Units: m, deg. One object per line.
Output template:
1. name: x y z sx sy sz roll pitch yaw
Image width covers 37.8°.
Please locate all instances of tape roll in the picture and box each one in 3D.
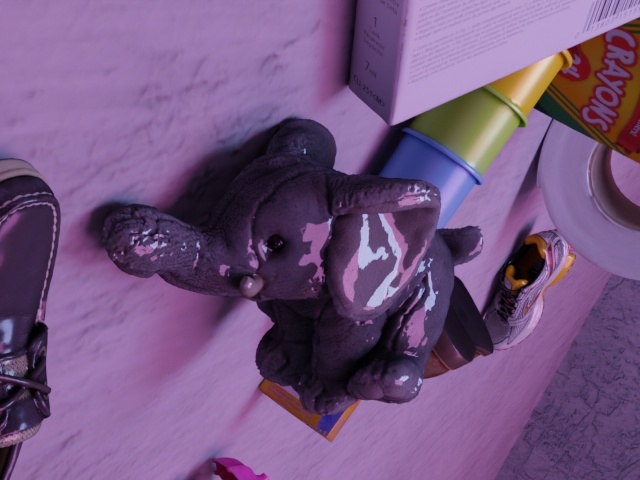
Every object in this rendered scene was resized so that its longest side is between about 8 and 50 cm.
1. tape roll: 0.438 -0.094 1.233 0.100 0.286 0.286 -26 142 -54

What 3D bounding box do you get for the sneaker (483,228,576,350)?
1. sneaker: 0.311 0.076 1.488 0.093 0.088 0.225 3 119 -43

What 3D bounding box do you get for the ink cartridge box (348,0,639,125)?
1. ink cartridge box: 0.152 -0.224 0.632 0.275 0.060 0.239 -26 145 -24

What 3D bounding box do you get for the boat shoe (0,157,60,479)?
1. boat shoe: -0.161 0.072 0.440 0.080 0.073 0.223 -11 130 -62

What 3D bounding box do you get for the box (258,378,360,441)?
1. box: 0.016 0.106 0.862 0.136 0.081 0.028 -54 158 -10

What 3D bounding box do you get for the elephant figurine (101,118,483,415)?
1. elephant figurine: 0.000 0.000 0.610 0.239 0.169 0.186 66 29 -47

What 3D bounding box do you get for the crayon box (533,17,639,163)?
1. crayon box: 0.369 -0.156 0.943 0.081 0.319 0.202 -49 157 -22

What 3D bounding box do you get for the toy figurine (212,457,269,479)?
1. toy figurine: -0.108 0.269 0.825 0.173 0.130 0.159 22 86 -44

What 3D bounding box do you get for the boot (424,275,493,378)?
1. boot: 0.142 0.120 1.180 0.115 0.112 0.305 -32 170 18

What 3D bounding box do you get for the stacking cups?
1. stacking cups: 0.094 -0.044 0.806 0.316 0.096 0.096 -58 159 2
